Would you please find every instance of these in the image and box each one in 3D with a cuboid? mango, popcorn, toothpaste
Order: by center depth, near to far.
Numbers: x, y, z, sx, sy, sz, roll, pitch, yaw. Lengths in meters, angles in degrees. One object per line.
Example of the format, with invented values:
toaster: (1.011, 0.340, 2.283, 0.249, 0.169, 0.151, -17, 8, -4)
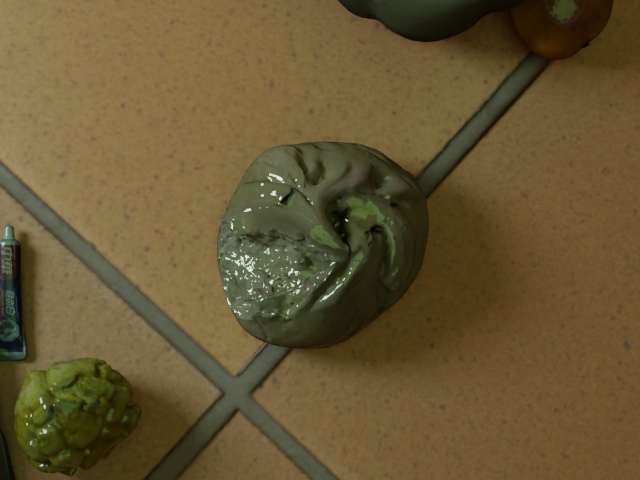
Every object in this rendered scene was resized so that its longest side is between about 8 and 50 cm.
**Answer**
popcorn: (-0.246, 0.171, 1.079, 0.106, 0.116, 0.121, 18, 75, 38)
toothpaste: (-0.319, 0.054, 1.117, 0.037, 0.021, 0.140, 0, 87, -3)
mango: (0.267, -0.280, 1.201, 0.115, 0.089, 0.165, 18, 79, 4)

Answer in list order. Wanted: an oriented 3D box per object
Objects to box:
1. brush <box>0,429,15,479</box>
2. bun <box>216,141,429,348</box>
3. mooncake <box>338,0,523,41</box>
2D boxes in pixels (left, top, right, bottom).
brush: (-0.336, 0.186, 1.101, 0.034, 0.027, 0.190, -12, 94, -5)
bun: (0.000, 0.000, 1.118, 0.210, 0.116, 0.237, 40, 80, -2)
mooncake: (0.115, -0.338, 1.137, 0.275, 0.135, 0.275, -1, 82, 8)
